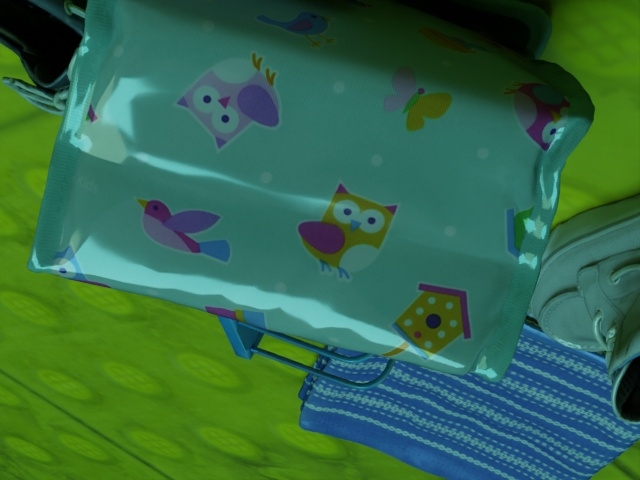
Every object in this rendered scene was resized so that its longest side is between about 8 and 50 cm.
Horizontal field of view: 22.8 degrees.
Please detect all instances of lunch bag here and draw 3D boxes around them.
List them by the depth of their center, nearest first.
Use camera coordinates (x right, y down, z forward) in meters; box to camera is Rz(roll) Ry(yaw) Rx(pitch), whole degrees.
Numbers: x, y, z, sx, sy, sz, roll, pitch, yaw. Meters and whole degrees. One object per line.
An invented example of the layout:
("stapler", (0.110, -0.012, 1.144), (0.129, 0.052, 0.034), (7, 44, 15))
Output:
("lunch bag", (-0.002, -0.059, 0.771), (0.223, 0.160, 0.262), (15, -162, -2))

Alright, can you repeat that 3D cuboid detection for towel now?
("towel", (0.116, 0.125, 1.221), (0.243, 0.040, 0.336), (23, 155, -1))

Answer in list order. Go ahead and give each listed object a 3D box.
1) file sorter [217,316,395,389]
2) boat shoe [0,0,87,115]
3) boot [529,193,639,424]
("file sorter", (0.000, 0.000, 0.967), (0.104, 0.118, 0.170), (19, 155, 20))
("boat shoe", (-0.143, -0.117, 0.912), (0.095, 0.079, 0.254), (-4, 144, 42))
("boot", (0.180, 0.047, 0.910), (0.095, 0.123, 0.258), (27, 155, -8))
